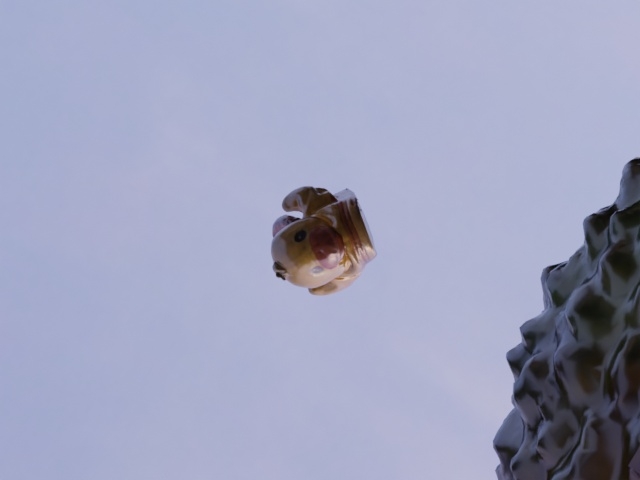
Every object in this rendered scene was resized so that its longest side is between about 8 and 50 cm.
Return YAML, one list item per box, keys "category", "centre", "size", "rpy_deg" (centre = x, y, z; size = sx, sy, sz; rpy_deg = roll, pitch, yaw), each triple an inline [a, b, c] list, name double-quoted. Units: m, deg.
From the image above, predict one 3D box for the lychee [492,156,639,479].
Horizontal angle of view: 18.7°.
- category: "lychee"
  centre: [0.114, 0.041, 0.348]
  size: [0.171, 0.171, 0.171]
  rpy_deg: [28, -147, -20]

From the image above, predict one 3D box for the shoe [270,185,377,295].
- category: "shoe"
  centre: [0.001, 0.002, 1.302]
  size: [0.109, 0.069, 0.072]
  rpy_deg: [-102, -9, -60]
